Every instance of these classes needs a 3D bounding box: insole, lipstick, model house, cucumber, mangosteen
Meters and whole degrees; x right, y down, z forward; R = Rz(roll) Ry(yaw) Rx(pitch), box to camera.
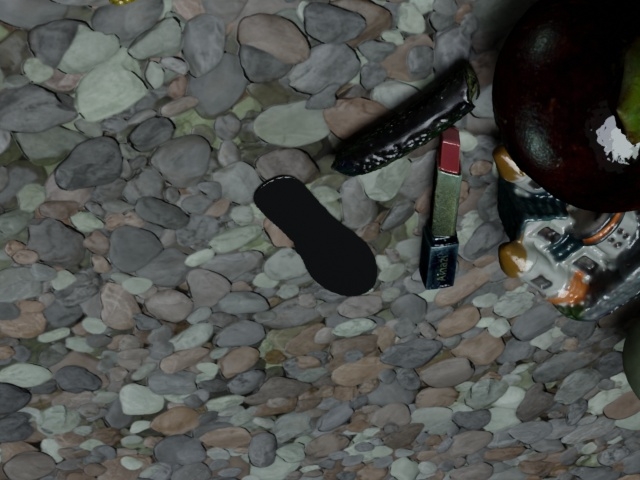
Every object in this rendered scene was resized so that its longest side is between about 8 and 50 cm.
[{"bbox_3d":[0.000,0.000,1.728,0.109,0.007,0.322,-30,135,14],"label":"insole"},{"bbox_3d":[0.192,-0.047,1.696,0.051,0.051,0.312,-6,136,-7],"label":"lipstick"},{"bbox_3d":[0.367,-0.044,1.644,0.300,0.190,0.271,27,125,-34],"label":"model house"},{"bbox_3d":[0.122,-0.156,1.553,0.245,0.067,0.067,-35,133,22],"label":"cucumber"},{"bbox_3d":[0.380,-0.182,1.416,0.329,0.330,0.330,-7,137,-7],"label":"mangosteen"}]

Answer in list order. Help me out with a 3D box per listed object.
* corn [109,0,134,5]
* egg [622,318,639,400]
[{"bbox_3d":[-0.259,-0.373,1.212,0.091,0.091,0.260,-20,141,3],"label":"corn"},{"bbox_3d":[0.704,0.218,1.953,0.352,0.259,0.258,4,135,-25],"label":"egg"}]
